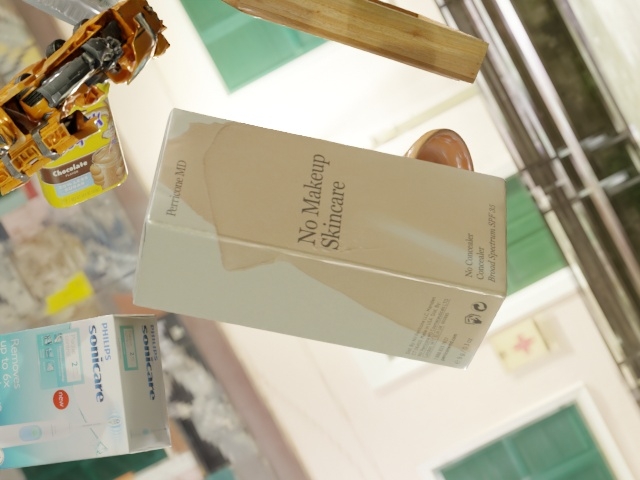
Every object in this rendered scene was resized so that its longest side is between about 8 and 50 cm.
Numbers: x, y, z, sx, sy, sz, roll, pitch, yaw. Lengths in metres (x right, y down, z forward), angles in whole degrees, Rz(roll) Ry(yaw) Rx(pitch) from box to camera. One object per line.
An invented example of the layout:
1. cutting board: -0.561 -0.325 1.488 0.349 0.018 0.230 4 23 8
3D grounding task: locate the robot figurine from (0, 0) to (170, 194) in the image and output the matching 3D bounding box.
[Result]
1. robot figurine: -0.253 -0.143 1.274 0.085 0.211 0.291 51 -153 -16

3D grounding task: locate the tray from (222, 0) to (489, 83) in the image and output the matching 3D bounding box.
1. tray: 0.025 -0.334 1.908 0.411 0.076 0.203 12 -165 -32

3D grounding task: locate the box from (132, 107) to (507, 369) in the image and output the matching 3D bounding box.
1. box: 0.000 0.000 1.156 0.121 0.311 0.148 109 169 -49

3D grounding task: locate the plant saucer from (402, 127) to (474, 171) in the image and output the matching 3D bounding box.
1. plant saucer: 0.135 -0.041 1.619 0.200 0.037 0.200 -16 -71 -55

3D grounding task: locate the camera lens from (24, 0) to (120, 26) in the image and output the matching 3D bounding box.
1. camera lens: -0.408 -0.515 2.192 0.219 0.274 0.219 27 -179 0

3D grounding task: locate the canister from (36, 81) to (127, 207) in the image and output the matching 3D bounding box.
1. canister: -0.328 -0.137 1.719 0.073 0.126 0.170 47 155 40

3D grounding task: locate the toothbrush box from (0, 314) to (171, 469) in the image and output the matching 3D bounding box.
1. toothbrush box: -0.400 0.243 2.067 0.126 0.296 0.216 6 -105 -64
